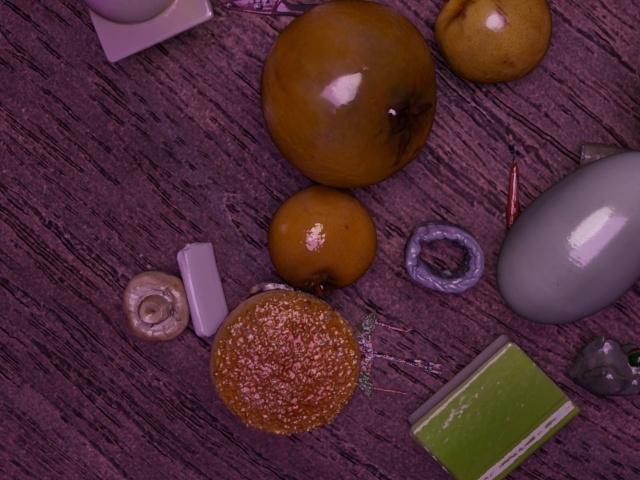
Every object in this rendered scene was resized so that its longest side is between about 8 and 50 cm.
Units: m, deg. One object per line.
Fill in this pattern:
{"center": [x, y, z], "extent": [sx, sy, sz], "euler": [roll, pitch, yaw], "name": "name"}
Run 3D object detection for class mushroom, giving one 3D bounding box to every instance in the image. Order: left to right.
{"center": [-0.326, 0.131, 1.380], "extent": [0.147, 0.112, 0.148], "euler": [0, 103, 0], "name": "mushroom"}

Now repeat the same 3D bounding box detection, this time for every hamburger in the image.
{"center": [-0.067, 0.232, 1.339], "extent": [0.301, 0.170, 0.302], "euler": [0, 95, 6], "name": "hamburger"}

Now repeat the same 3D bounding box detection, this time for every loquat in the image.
{"center": [0.000, 0.000, 1.299], "extent": [0.208, 0.208, 0.208], "euler": [0, 96, 4], "name": "loquat"}
{"center": [0.035, -0.269, 1.234], "extent": [0.359, 0.328, 0.329], "euler": [31, 99, 41], "name": "loquat"}

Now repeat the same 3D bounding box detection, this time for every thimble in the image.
{"center": [0.237, 0.029, 1.330], "extent": [0.151, 0.118, 0.127], "euler": [15, 99, 2], "name": "thimble"}

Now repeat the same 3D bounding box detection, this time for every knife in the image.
{"center": [-0.073, -0.458, 1.352], "extent": [0.247, 0.018, 0.036], "euler": [6, 99, 4], "name": "knife"}

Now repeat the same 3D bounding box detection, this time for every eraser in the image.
{"center": [0.339, 0.348, 1.369], "extent": [0.210, 0.092, 0.274], "euler": [45, 95, -2], "name": "eraser"}

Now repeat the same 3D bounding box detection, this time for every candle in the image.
{"center": [0.379, -0.106, 1.355], "extent": [0.026, 0.021, 0.168], "euler": [1, 94, -6], "name": "candle"}

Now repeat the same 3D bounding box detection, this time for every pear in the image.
{"center": [0.317, -0.382, 1.246], "extent": [0.208, 0.209, 0.209], "euler": [0, 96, 4], "name": "pear"}

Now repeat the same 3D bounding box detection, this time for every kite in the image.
{"center": [0.129, 0.234, 1.412], "extent": [0.244, 0.006, 0.198], "euler": [7, 96, 4], "name": "kite"}

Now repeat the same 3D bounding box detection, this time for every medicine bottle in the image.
{"center": [-0.360, -0.553, 1.252], "extent": [0.235, 0.236, 0.406], "euler": [-20, 92, 6], "name": "medicine bottle"}

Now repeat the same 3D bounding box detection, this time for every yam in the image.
{"center": [0.574, -0.138, 1.311], "extent": [0.179, 0.078, 0.078], "euler": [11, 96, 4], "name": "yam"}

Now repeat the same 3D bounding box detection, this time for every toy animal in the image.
{"center": [0.610, 0.261, 1.348], "extent": [0.236, 0.138, 0.108], "euler": [17, 56, -20], "name": "toy animal"}

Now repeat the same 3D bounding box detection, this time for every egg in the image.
{"center": [0.478, -0.002, 1.245], "extent": [0.230, 0.230, 0.371], "euler": [42, 108, -1], "name": "egg"}

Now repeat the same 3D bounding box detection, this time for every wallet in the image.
{"center": [-0.233, 0.095, 1.382], "extent": [0.033, 0.095, 0.190], "euler": [-10, 97, 32], "name": "wallet"}
